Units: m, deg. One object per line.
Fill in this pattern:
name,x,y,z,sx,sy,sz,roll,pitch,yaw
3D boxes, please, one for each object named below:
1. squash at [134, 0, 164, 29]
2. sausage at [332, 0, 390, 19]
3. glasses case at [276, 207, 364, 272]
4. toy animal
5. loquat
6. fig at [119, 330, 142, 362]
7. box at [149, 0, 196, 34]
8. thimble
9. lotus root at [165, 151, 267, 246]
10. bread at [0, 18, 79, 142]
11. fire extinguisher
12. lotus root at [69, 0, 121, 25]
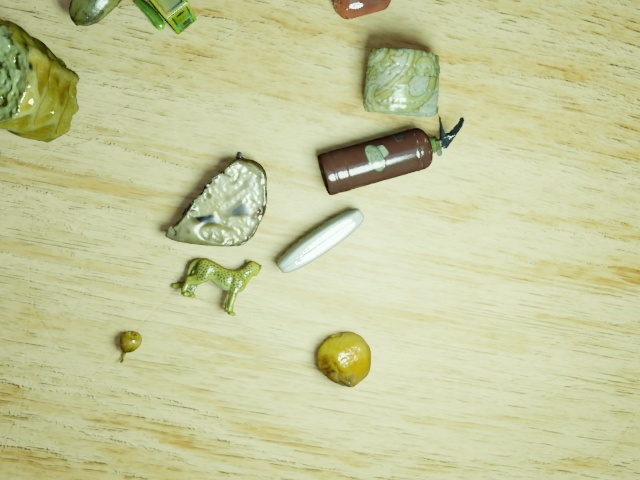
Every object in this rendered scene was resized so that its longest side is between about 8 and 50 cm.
squash,-0.381,-0.508,1.636,0.027,0.027,0.089,-41,99,-1
sausage,0.097,-0.551,1.667,0.141,0.076,0.076,-15,99,-5
glasses case,0.000,0.000,1.714,0.234,0.092,0.059,-34,98,-3
toy animal,-0.244,0.086,1.715,0.182,0.073,0.136,22,86,3
loquat,0.060,0.285,1.754,0.137,0.113,0.137,-5,100,-32
fig,-0.452,0.249,1.715,0.050,0.050,0.083,25,107,-9
box,-0.335,-0.520,1.541,0.064,0.220,0.141,-39,100,-1
thimble,0.193,-0.358,1.671,0.191,0.137,0.143,3,97,-18
lotus root,-0.215,-0.071,1.691,0.170,0.074,0.260,36,92,-13
bread,-0.635,-0.333,1.522,0.238,0.252,0.196,45,95,-5
fire extinguisher,0.169,-0.209,1.691,0.344,0.102,0.138,-16,137,-4
lotus root,-0.477,-0.540,1.593,0.089,0.080,0.179,45,94,11
